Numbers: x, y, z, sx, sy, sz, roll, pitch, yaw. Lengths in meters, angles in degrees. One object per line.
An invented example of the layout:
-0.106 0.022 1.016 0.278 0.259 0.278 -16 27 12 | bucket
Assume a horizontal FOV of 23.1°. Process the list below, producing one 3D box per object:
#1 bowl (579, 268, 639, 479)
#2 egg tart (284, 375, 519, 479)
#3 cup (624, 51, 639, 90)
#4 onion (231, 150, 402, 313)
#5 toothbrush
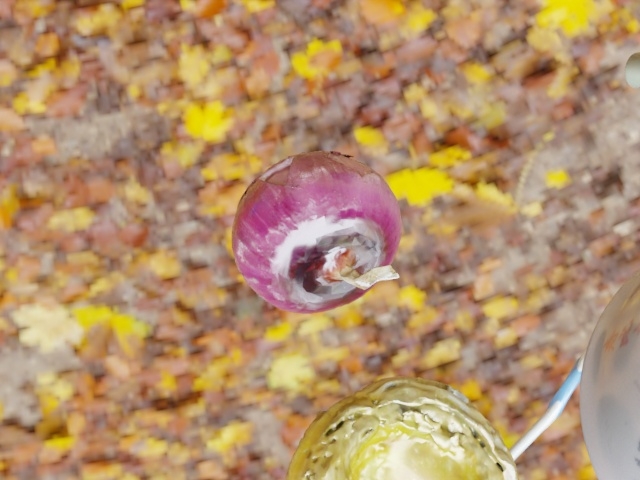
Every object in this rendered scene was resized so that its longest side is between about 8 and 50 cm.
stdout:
0.381 0.108 1.246 0.345 0.346 0.157 -17 154 0 | bowl
0.069 0.268 1.494 0.288 0.288 0.118 9 165 -27 | egg tart
0.435 -0.206 1.995 0.054 0.083 0.075 -15 104 -38 | cup
-0.004 -0.006 1.601 0.177 0.153 0.177 3 139 3 | onion
0.296 0.186 1.926 0.386 0.040 0.040 -46 136 1 | toothbrush
